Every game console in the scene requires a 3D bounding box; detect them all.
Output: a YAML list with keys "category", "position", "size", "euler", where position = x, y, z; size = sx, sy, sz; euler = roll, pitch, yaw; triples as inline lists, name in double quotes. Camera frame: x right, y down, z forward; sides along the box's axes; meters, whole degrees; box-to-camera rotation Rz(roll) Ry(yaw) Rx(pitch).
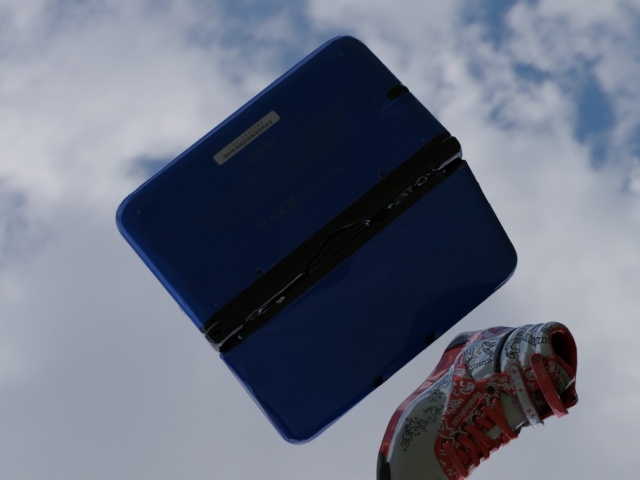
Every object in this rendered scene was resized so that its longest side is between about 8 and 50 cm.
- category: "game console"
  position: [0.000, 0.000, 1.467]
  size: [0.293, 0.173, 0.250]
  euler: [-38, -112, -7]

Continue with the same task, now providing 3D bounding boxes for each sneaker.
- category: "sneaker"
  position: [0.164, 0.173, 1.532]
  size: [0.090, 0.145, 0.270]
  euler: [61, -140, -21]
